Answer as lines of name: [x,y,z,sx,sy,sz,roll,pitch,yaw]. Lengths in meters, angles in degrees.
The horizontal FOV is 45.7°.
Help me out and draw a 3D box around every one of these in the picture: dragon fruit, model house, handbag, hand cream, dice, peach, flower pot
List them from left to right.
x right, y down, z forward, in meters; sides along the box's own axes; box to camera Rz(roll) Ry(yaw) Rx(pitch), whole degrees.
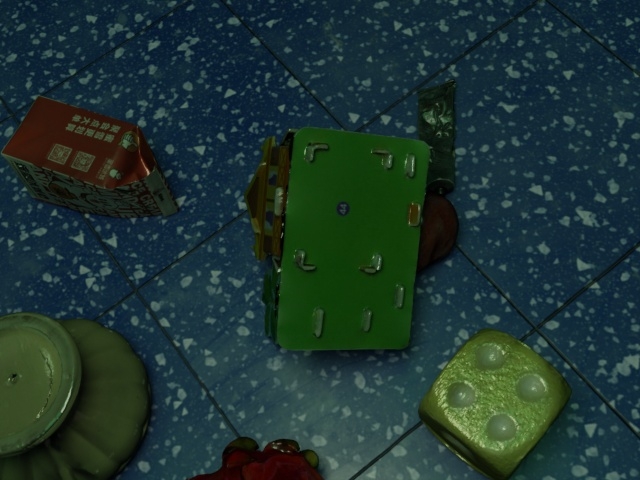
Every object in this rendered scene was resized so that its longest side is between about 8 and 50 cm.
flower pot: [-0.436,0.245,1.189,0.307,0.244,0.308,-2,64,5]
handbag: [-0.404,-0.135,1.401,0.298,0.171,0.151,17,65,9]
dragon fruit: [-0.131,0.417,1.093,0.307,0.243,0.227,0,24,-13]
model house: [0.000,0.000,1.267,0.242,0.313,0.358,1,95,-21]
peach: [0.162,-0.029,1.295,0.152,0.152,0.152,-2,66,5]
hand cream: [0.218,-0.191,1.411,0.075,0.052,0.248,0,66,6]
dice: [0.260,0.248,1.145,0.166,0.169,0.169,38,76,19]
